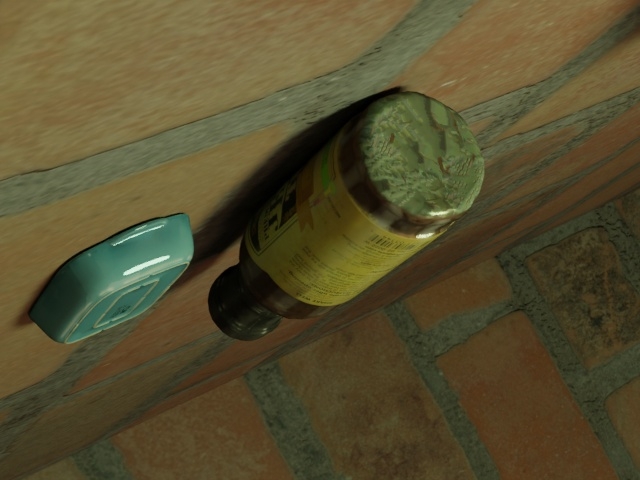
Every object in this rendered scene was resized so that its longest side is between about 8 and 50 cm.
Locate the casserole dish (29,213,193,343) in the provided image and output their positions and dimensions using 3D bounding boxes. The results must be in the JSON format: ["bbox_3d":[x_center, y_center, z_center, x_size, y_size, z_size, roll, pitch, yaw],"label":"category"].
[{"bbox_3d":[-0.160,0.035,1.025,0.114,0.037,0.188,-23,171,-31],"label":"casserole dish"}]

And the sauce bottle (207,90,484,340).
[{"bbox_3d":[0.000,0.000,1.071,0.111,0.111,0.344,-22,169,-35],"label":"sauce bottle"}]
